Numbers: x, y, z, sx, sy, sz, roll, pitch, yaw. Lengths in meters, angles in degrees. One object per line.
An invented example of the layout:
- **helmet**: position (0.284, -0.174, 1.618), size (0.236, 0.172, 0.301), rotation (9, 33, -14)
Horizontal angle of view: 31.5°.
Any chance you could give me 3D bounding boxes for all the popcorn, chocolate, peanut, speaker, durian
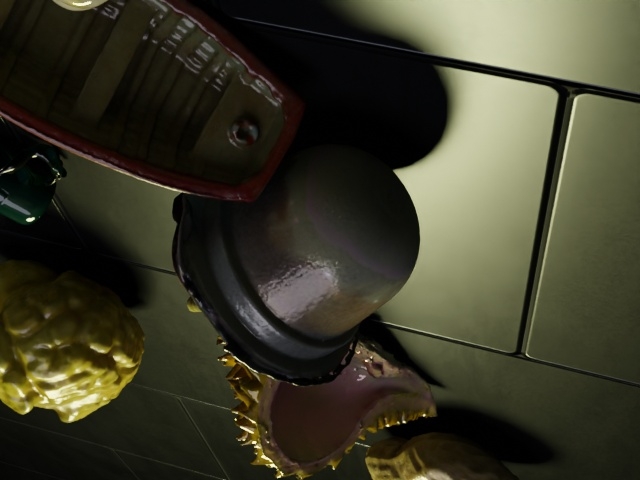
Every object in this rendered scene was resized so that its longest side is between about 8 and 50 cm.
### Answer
- **popcorn**: position (-0.316, 0.108, 1.356), size (0.203, 0.226, 0.200), rotation (51, 120, 15)
- **chocolate**: position (-0.004, -0.006, 0.893), size (0.221, 0.221, 0.147), rotation (30, 130, -25)
- **peanut**: position (0.158, 0.317, 1.508), size (0.196, 0.110, 0.233), rotation (31, 151, -27)
- **speaker**: position (-0.289, -0.057, 1.091), size (0.075, 0.060, 0.094), rotation (31, 153, -28)
- **durian**: position (-0.025, 0.160, 1.303), size (0.195, 0.186, 0.305), rotation (24, -176, 39)

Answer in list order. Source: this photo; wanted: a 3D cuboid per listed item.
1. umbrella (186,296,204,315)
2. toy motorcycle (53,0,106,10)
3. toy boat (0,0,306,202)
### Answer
- **umbrella**: position (-0.092, 0.070, 1.249), size (0.143, 0.040, 0.037), rotation (-4, 159, 42)
- **toy motorcycle**: position (-0.148, -0.210, 0.608), size (0.340, 0.108, 0.223), rotation (11, 147, 33)
- **toy boat**: position (-0.196, -0.150, 0.780), size (0.392, 0.136, 0.079), rotation (27, -174, -18)
